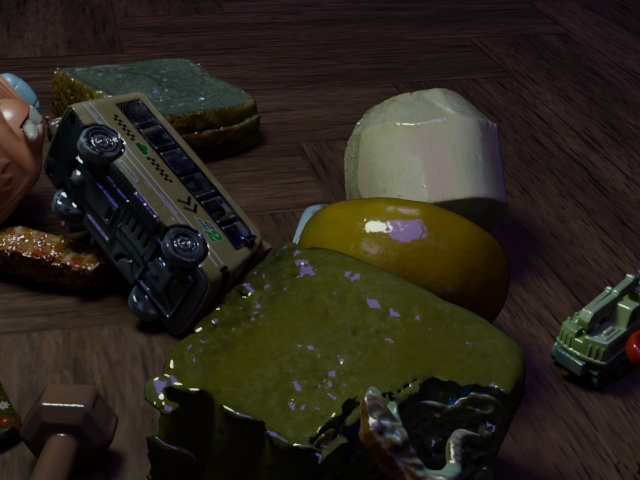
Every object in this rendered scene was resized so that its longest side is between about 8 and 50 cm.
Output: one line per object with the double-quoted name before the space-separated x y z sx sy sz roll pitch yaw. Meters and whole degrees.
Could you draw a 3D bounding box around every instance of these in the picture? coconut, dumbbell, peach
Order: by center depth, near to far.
"dumbbell" -0.249 0.224 0.942 0.082 0.092 0.231 -22 25 13
"peach" 0.091 0.035 1.166 0.251 0.153 0.251 11 -13 3
"coconut" 0.141 -0.077 1.384 0.241 0.241 0.241 2 29 -1

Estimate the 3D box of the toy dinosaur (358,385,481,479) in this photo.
"toy dinosaur" 0.161 0.286 0.795 0.205 0.092 0.393 7 52 -46

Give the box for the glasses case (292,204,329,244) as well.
"glasses case" 0.000 0.000 1.400 0.067 0.045 0.178 5 29 6

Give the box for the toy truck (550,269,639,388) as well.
"toy truck" 0.345 0.096 1.195 0.169 0.100 0.077 -19 37 -32

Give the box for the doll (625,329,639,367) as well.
"doll" 0.443 0.191 0.948 0.363 0.160 0.182 35 42 17

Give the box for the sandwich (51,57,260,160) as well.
"sandwich" -0.268 -0.223 1.732 0.271 0.099 0.301 -18 34 -32

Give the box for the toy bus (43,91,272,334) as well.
"toy bus" -0.200 -0.038 1.259 0.289 0.139 0.157 48 43 15

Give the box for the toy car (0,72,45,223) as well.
"toy car" -0.466 -0.125 1.377 0.212 0.180 0.270 -37 34 -1

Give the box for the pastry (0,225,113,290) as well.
"pastry" -0.340 0.027 1.318 0.169 0.063 0.087 15 30 14

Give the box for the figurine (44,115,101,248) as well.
"figurine" -0.328 -0.083 1.421 0.103 0.205 0.260 -39 30 8

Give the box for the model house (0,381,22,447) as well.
"model house" -0.471 0.130 1.025 0.294 0.154 0.207 -15 34 -26

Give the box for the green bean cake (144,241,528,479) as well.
"green bean cake" 0.016 0.178 0.952 0.285 0.202 0.310 29 38 19
